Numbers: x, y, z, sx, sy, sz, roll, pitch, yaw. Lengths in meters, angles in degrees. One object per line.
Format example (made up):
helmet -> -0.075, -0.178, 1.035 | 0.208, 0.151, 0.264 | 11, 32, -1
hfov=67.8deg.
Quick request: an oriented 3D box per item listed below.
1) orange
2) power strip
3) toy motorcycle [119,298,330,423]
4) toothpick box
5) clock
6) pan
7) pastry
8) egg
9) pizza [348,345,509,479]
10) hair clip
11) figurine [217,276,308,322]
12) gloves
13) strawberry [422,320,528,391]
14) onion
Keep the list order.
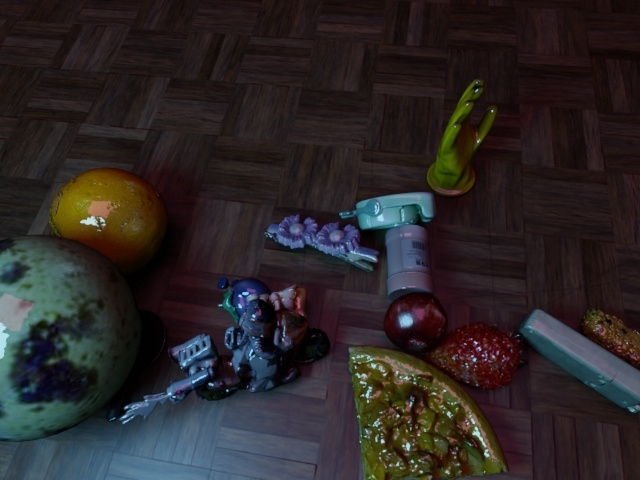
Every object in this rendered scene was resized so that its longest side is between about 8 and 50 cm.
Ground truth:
orange -> -0.455, -0.039, 1.044 | 0.246, 0.246, 0.246 | -2, 62, 3
power strip -> 0.524, 0.242, 0.917 | 0.288, 0.093, 0.053 | 34, 71, 19
toy motorcycle -> -0.181, 0.228, 0.910 | 0.400, 0.207, 0.134 | -20, 42, -6
toothpick box -> 0.191, 0.052, 1.035 | 0.098, 0.098, 0.149 | -1, 62, 3
clock -> 0.149, -0.062, 1.074 | 0.210, 0.159, 0.066 | -7, 88, 8
pan -> -0.403, 0.260, 1.003 | 0.136, 0.028, 0.235 | 3, 59, 6
pastry -> 0.596, 0.200, 0.956 | 0.140, 0.056, 0.080 | 31, 57, 20
egg -> -0.510, 0.176, 0.853 | 0.345, 0.428, 0.345 | 16, 56, -25
pizza -> 0.194, 0.316, 0.910 | 0.257, 0.087, 0.268 | -6, 60, -3
hair clip -> 0.000, 0.000, 1.096 | 0.292, 0.085, 0.106 | 16, 46, 17
figurine -> -0.120, 0.130, 1.023 | 0.194, 0.111, 0.102 | 2, 76, -1
gloves -> 0.314, -0.223, 1.062 | 0.116, 0.294, 0.133 | 15, 64, 12
strawberry -> 0.315, 0.222, 0.948 | 0.192, 0.085, 0.140 | 23, 68, 17
onion -> 0.194, 0.166, 0.960 | 0.131, 0.131, 0.131 | -2, 62, 3
